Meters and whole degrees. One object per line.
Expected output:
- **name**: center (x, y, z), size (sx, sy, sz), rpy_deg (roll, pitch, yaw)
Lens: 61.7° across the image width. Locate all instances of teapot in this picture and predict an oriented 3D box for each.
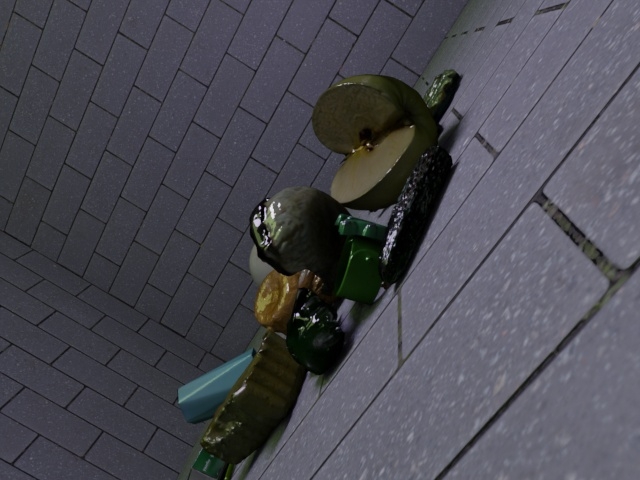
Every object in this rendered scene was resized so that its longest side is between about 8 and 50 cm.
- **teapot**: center (-0.093, 0.204, 1.649), size (0.203, 0.167, 0.311), rpy_deg (-20, 54, 45)

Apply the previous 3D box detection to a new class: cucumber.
- **cucumber**: center (0.155, -0.044, 0.924), size (0.293, 0.067, 0.067), rpy_deg (-61, 4, -28)

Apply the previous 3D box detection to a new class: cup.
- **cup**: center (-0.264, 0.406, 1.464), size (0.235, 0.148, 0.134), rpy_deg (-23, 30, -4)

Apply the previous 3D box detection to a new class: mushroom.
- **mushroom**: center (0.002, -0.001, 1.106), size (0.130, 0.344, 0.247), rpy_deg (-37, 56, 21)

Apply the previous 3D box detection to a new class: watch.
- **watch**: center (0.082, 0.038, 0.996), size (0.165, 0.131, 0.152), rpy_deg (-143, 66, -82)

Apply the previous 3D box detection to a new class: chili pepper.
- **chili pepper**: center (-0.021, 0.178, 1.042), size (0.148, 0.116, 0.264), rpy_deg (-65, 4, -7)

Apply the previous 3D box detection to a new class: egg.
- **egg**: center (-0.129, 0.075, 2.127), size (0.345, 0.283, 0.283), rpy_deg (-32, 24, 53)

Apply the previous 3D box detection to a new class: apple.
- **apple**: center (0.135, -0.223, 1.212), size (0.233, 0.295, 0.258), rpy_deg (-10, -14, -43)

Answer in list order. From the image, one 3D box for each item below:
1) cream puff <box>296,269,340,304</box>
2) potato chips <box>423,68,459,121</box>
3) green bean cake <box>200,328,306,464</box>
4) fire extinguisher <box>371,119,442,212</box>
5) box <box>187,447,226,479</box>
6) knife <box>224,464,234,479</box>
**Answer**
- **cream puff**: center (0.008, 0.099, 1.327), size (0.165, 0.115, 0.150), rpy_deg (-90, 23, -65)
- **potato chips**: center (0.275, -0.324, 1.600), size (0.429, 0.070, 0.358), rpy_deg (-57, 2, 15)
- **green bean cake**: center (-0.139, 0.350, 1.170), size (0.236, 0.124, 0.233), rpy_deg (-56, 3, 36)
- **fire extinguisher**: center (0.197, -0.196, 1.420), size (0.311, 0.095, 0.114), rpy_deg (-56, -18, 24)
- **box**: center (-0.285, 0.583, 1.461), size (0.135, 0.081, 0.199), rpy_deg (-67, -5, 37)
- **knife**: center (-0.217, 0.552, 1.374), size (0.184, 0.026, 0.022), rpy_deg (-73, -25, -68)
